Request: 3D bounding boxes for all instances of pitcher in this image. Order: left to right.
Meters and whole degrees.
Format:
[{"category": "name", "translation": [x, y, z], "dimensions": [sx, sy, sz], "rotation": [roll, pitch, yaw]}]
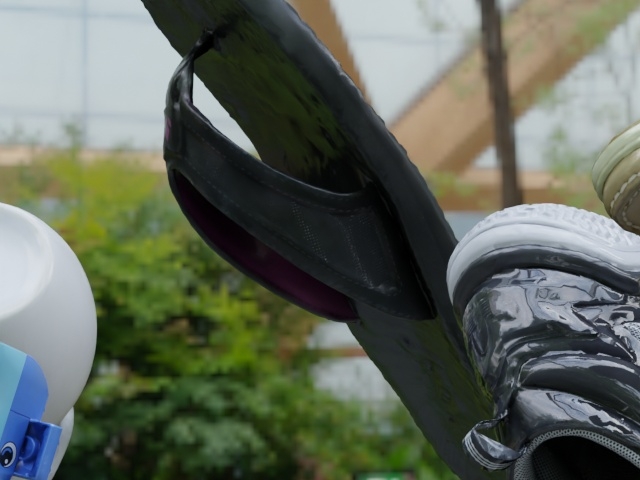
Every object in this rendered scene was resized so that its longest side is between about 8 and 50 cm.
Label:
[{"category": "pitcher", "translation": [-0.195, 0.093, 1.093], "dimensions": [0.126, 0.177, 0.207], "rotation": [3, -37, -3]}]

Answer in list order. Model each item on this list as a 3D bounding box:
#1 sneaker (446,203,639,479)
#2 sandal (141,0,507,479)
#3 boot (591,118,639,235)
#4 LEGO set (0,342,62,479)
[{"category": "sneaker", "translation": [0.175, 0.094, 0.830], "dimensions": [0.269, 0.153, 0.101], "rotation": [22, -45, -14]}, {"category": "sandal", "translation": [0.002, 0.001, 1.182], "dimensions": [0.107, 0.445, 0.167], "rotation": [-38, 9, -21]}, {"category": "boot", "translation": [0.207, 0.040, 0.712], "dimensions": [0.213, 0.165, 0.077], "rotation": [14, -37, -17]}, {"category": "LEGO set", "translation": [-0.130, 0.108, 0.614], "dimensions": [0.087, 0.227, 0.093], "rotation": [9, -14, 31]}]
